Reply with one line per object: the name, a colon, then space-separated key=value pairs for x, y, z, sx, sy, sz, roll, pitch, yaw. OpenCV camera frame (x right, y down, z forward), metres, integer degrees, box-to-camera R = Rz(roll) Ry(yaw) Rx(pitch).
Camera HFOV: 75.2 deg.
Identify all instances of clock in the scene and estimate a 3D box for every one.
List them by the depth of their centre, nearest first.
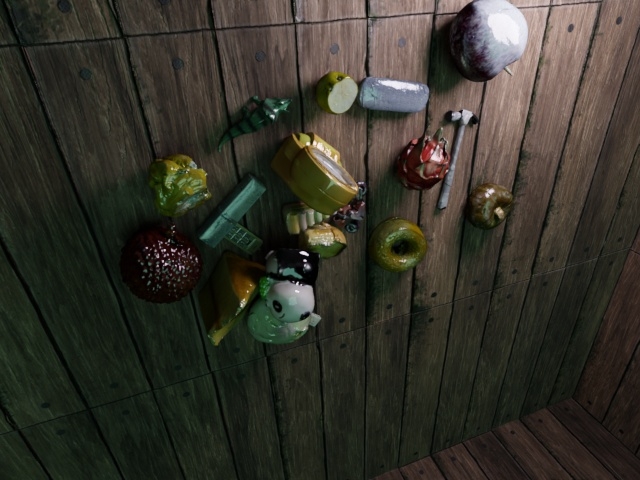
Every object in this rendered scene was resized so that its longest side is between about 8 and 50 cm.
clock: x=-0.011 y=-0.212 z=1.386 sx=0.244 sy=0.317 sz=0.200 roll=26 pitch=112 yaw=-33

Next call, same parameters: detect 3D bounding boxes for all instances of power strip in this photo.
power strip: x=-0.287 y=-0.006 z=1.559 sx=0.076 sy=0.028 sz=0.169 roll=-48 pitch=124 yaw=7

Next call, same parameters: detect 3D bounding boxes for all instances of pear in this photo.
pear: x=0.044 y=-0.495 z=1.377 sx=0.141 sy=0.104 sz=0.141 roll=-29 pitch=146 yaw=-22

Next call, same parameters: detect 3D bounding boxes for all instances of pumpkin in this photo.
pumpkin: x=0.748 y=-0.145 z=1.833 sx=0.219 sy=0.162 sz=0.219 roll=-13 pitch=125 yaw=-19

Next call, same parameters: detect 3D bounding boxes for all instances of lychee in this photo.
lychee: x=-0.520 y=0.074 z=1.367 sx=0.264 sy=0.264 sz=0.300 roll=9 pitch=118 yaw=-27

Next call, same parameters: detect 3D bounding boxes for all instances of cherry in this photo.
cherry: x=0.573 y=-0.680 z=1.420 sx=0.255 sy=0.218 sz=0.296 roll=-40 pitch=120 yaw=11

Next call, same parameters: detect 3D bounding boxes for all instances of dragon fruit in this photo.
dragon fruit: x=0.393 y=-0.301 z=1.566 sx=0.192 sy=0.193 sz=0.274 roll=-38 pitch=167 yaw=-52

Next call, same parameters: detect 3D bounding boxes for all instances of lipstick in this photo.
lipstick: x=-0.313 y=-0.108 z=1.461 sx=0.289 sy=0.077 sz=0.076 roll=-48 pitch=124 yaw=7

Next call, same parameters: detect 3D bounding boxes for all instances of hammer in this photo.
hammer: x=0.540 y=-0.324 z=1.718 sx=0.152 sy=0.044 sz=0.427 roll=-4 pitch=120 yaw=-22

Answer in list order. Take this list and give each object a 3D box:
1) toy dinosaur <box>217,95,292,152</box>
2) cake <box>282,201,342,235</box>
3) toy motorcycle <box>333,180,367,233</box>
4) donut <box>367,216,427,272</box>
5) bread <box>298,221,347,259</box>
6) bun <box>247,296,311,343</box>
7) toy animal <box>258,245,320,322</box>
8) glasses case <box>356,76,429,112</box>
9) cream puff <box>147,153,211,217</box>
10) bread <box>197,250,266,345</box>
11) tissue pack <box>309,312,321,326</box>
toy dinosaur: x=-0.221 y=-0.394 z=1.345 sx=0.292 sy=0.120 sz=0.079 roll=-20 pitch=139 yaw=17
cake: x=-0.036 y=-0.115 z=1.552 sx=0.225 sy=0.109 sz=0.090 roll=-25 pitch=124 yaw=-7
toy motorcycle: x=0.116 y=-0.129 z=1.626 sx=0.118 sy=0.084 sz=0.212 roll=2 pitch=109 yaw=-22
donut: x=0.341 y=0.029 z=1.796 sx=0.272 sy=0.107 sz=0.272 roll=-8 pitch=119 yaw=-16
bread: x=-0.002 y=-0.005 z=1.621 sx=0.174 sy=0.133 sz=0.251 roll=-7 pitch=164 yaw=-13
bun: x=-0.141 y=0.316 z=1.668 sx=0.293 sy=0.187 sz=0.293 roll=-26 pitch=137 yaw=-27
toy animal: x=-0.118 y=0.157 z=1.486 sx=0.212 sy=0.212 sz=0.266 roll=15 pitch=77 yaw=-29
glasses case: x=0.259 y=-0.515 z=1.475 sx=0.282 sy=0.067 sz=0.109 roll=-2 pitch=116 yaw=-19
cream puff: x=-0.456 y=-0.177 z=1.301 sx=0.195 sy=0.221 sz=0.194 roll=4 pitch=73 yaw=-13
bread: x=-0.287 y=0.238 z=1.498 sx=0.245 sy=0.361 sz=0.233 roll=26 pitch=105 yaw=-30
tissue pack: x=-0.053 y=0.346 z=1.858 sx=0.108 sy=0.023 sz=0.056 roll=32 pitch=102 yaw=-33
